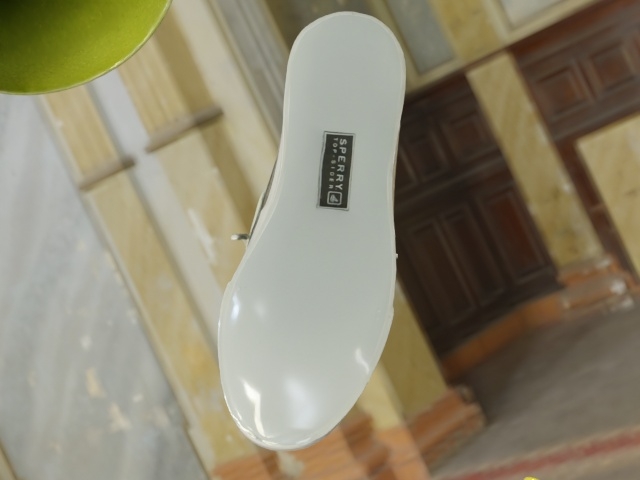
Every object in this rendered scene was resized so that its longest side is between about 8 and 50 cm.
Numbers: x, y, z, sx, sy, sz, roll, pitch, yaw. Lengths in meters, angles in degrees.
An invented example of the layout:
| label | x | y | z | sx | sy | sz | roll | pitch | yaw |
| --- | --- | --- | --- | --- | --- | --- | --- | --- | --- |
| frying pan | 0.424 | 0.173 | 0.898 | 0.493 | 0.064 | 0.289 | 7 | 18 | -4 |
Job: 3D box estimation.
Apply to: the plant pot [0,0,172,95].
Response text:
| label | x | y | z | sx | sy | sz | roll | pitch | yaw |
| --- | --- | --- | --- | --- | --- | --- | --- | --- | --- |
| plant pot | -0.330 | -0.356 | 1.549 | 0.275 | 0.293 | 0.274 | -18 | -37 | -14 |

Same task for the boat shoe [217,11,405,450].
| label | x | y | z | sx | sy | sz | roll | pitch | yaw |
| --- | --- | --- | --- | --- | --- | --- | --- | --- | --- |
| boat shoe | -0.004 | -0.001 | 0.982 | 0.113 | 0.306 | 0.105 | 4 | -20 | 0 |

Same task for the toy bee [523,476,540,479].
| label | x | y | z | sx | sy | sz | roll | pitch | yaw |
| --- | --- | --- | --- | --- | --- | --- | --- | --- | --- |
| toy bee | 0.217 | 0.317 | 1.378 | 0.298 | 0.195 | 0.162 | -10 | 10 | -10 |
